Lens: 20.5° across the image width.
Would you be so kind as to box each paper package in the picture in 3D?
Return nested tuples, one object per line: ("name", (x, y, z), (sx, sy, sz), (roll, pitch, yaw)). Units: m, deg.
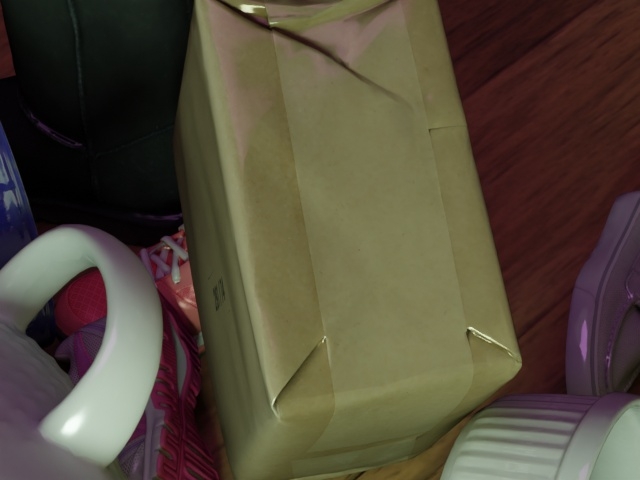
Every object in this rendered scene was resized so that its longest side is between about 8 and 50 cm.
("paper package", (0.000, 0.000, 1.274), (0.168, 0.325, 0.310), (-10, 76, -10))

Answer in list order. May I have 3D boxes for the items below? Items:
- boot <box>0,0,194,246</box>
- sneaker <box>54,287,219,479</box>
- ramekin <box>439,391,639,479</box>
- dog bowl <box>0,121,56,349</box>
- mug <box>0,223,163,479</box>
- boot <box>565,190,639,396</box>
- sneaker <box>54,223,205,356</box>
("boot", (-0.268, -0.221, 1.544), (0.367, 0.445, 0.146), (9, 44, 16))
("sneaker", (-0.150, 0.159, 1.375), (0.111, 0.103, 0.252), (-22, 47, 13))
("ramekin", (0.156, 0.200, 1.209), (0.109, 0.207, 0.207), (8, 43, 29))
("dog bowl", (-0.310, -0.020, 1.462), (0.104, 0.265, 0.265), (-18, 43, -16))
("mug", (-0.241, 0.154, 1.210), (0.374, 0.276, 0.328), (-50, 34, 12))
("boot", (0.282, 0.045, 1.432), (0.123, 0.095, 0.258), (1, 40, 25))
("sneaker", (-0.081, 0.007, 1.499), (0.313, 0.136, 0.116), (-14, 41, -8))
